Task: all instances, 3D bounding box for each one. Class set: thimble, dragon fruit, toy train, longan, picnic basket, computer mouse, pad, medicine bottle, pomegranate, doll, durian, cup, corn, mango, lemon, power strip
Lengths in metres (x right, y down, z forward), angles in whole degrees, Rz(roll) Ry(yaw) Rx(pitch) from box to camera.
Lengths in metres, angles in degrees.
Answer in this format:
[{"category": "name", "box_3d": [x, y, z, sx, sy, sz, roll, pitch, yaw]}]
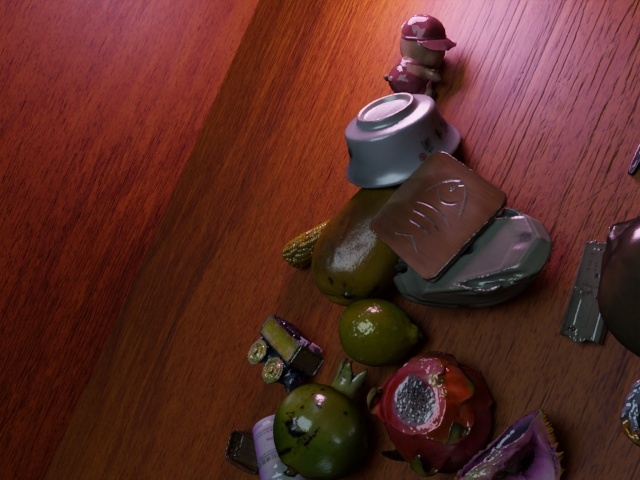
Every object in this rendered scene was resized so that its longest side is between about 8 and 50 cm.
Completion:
[{"category": "thimble", "box_3d": [0.630, 0.317, 1.163, 0.151, 0.117, 0.127, -58, 38, 7]}, {"category": "dragon fruit", "box_3d": [0.253, 0.398, 1.504, 0.290, 0.189, 0.291, -27, 52, 40]}, {"category": "toy train", "box_3d": [-0.114, 0.358, 2.012, 0.177, 0.134, 0.261, -55, 39, 0]}, {"category": "longan", "box_3d": [0.642, 0.073, 1.138, 0.319, 0.319, 0.319, -26, 52, 39]}, {"category": "picnic basket", "box_3d": [-0.226, 0.669, 2.031, 0.193, 0.054, 0.110, 4, 74, 50]}, {"category": "computer mouse", "box_3d": [0.375, 0.059, 1.574, 0.429, 0.145, 0.228, -10, 53, 44]}, {"category": "pad", "box_3d": [0.285, -0.071, 1.611, 0.284, 0.018, 0.286, -48, 46, 4]}, {"category": "medicine bottle", "box_3d": [-0.101, 0.639, 1.821, 0.152, 0.152, 0.254, -43, 42, 26]}, {"category": "pomegranate", "box_3d": [0.016, 0.476, 1.711, 0.260, 0.260, 0.341, 13, 73, 52]}, {"category": "doll", "box_3d": [0.311, -0.564, 1.993, 0.196, 0.152, 0.256, 22, 105, 21]}, {"category": "durian", "box_3d": [0.404, 0.481, 1.339, 0.260, 0.153, 0.187, -34, 70, 22]}, {"category": "cup", "box_3d": [0.208, -0.310, 1.831, 0.347, 0.163, 0.347, -20, 28, 11]}, {"category": "corn", "box_3d": [-0.004, -0.002, 2.098, 0.313, 0.102, 0.102, -32, 48, 35]}, {"category": "mango", "box_3d": [0.146, -0.019, 1.847, 0.301, 0.220, 0.445, 13, 68, 57]}, {"category": "lemon", "box_3d": [0.152, 0.246, 1.713, 0.248, 0.184, 0.184, -2, 69, 40]}, {"category": "power strip", "box_3d": [0.595, 0.095, 1.392, 0.092, 0.034, 0.268, 8, 77, 52]}]

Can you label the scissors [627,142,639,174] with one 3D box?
[{"category": "scissors", "box_3d": [0.736, -0.244, 1.426, 0.088, 0.017, 0.220, 30, 95, 52]}]
